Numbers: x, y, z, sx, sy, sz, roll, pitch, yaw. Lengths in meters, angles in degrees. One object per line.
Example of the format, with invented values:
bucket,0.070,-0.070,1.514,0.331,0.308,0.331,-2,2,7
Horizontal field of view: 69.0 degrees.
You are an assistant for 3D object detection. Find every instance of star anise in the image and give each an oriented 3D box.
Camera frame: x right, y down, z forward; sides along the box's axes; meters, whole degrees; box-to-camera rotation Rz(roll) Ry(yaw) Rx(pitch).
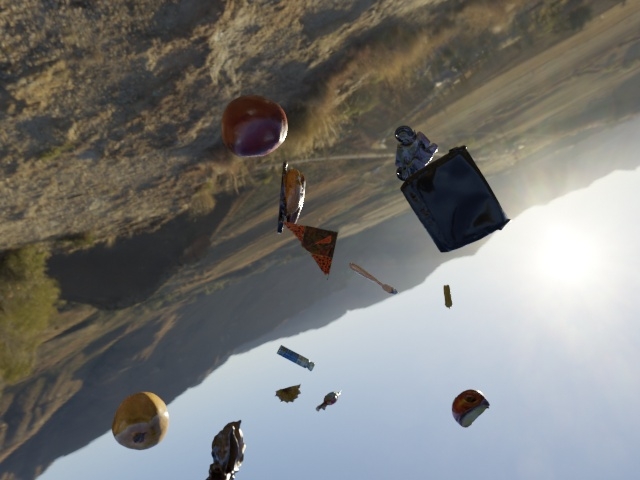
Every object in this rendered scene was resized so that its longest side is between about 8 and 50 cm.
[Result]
star anise,-0.218,0.511,1.039,0.073,0.212,0.197,12,150,4

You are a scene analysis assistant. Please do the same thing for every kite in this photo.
kite,0.000,-0.001,1.256,0.125,0.222,0.008,-25,151,-31

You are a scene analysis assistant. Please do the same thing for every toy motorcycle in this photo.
toy motorcycle,0.345,-0.312,1.680,0.152,0.225,0.073,1,-141,13

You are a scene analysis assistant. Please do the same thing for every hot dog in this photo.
hot dog,-0.130,-0.197,2.137,0.107,0.326,0.194,5,-168,-4

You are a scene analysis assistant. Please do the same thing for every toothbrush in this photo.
toothbrush,0.179,0.131,1.640,0.030,0.025,0.307,19,-174,-29

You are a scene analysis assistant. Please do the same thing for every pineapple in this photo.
pineapple,-0.086,0.419,1.266,0.083,0.045,0.019,-19,160,24

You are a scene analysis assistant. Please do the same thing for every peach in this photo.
peach,-0.237,-0.403,1.657,0.243,0.243,0.199,-24,149,7
peach,0.553,0.626,1.753,0.127,0.092,0.172,-13,136,-16

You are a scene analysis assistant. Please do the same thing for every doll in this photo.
doll,0.029,0.514,1.505,0.114,0.039,0.057,-24,143,-50

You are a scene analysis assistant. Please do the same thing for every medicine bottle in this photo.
medicine bottle,-0.119,0.569,2.253,0.051,0.191,0.051,-61,-177,5

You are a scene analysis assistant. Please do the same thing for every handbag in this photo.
handbag,0.360,-0.107,1.251,0.080,0.247,0.223,-34,-178,-44

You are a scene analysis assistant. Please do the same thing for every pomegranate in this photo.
pomegranate,-0.609,0.618,1.591,0.191,0.191,0.191,-24,175,-2

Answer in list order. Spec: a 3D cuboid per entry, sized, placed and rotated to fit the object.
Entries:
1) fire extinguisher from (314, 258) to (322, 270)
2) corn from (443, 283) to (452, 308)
fire extinguisher,-0.004,0.076,2.127,0.045,0.078,0.157,-3,-150,-21
corn,0.427,0.189,1.564,0.028,0.083,0.027,-7,174,2
